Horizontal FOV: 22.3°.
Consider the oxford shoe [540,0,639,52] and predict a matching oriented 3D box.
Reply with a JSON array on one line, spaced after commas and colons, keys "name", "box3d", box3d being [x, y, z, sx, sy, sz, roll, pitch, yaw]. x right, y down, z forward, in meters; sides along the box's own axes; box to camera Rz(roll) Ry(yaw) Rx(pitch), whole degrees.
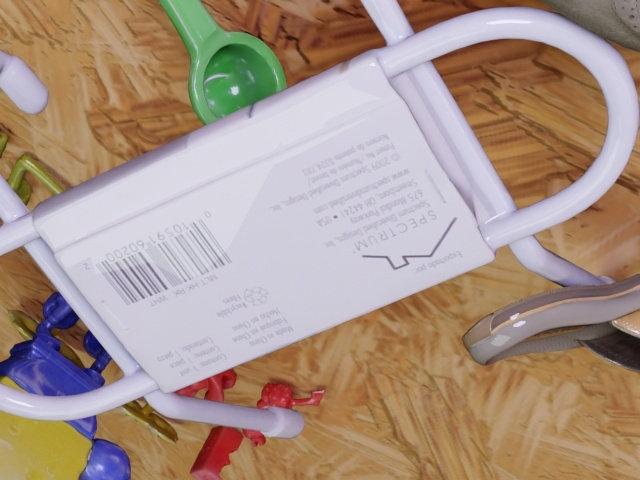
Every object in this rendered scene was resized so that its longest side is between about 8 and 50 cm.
[{"name": "oxford shoe", "box3d": [0.189, -0.108, 0.613, 0.348, 0.123, 0.130, 26, 173, 0]}]

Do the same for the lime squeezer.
[{"name": "lime squeezer", "box3d": [-0.052, -0.073, 0.866, 0.110, 0.059, 0.310, 45, 161, 37]}]

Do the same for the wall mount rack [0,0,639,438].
[{"name": "wall mount rack", "box3d": [0.000, 0.000, 0.788, 0.350, 0.130, 0.304, -23, 123, 18]}]

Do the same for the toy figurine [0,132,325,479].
[{"name": "toy figurine", "box3d": [-0.200, 0.106, 1.045, 0.362, 0.217, 0.191, 42, 144, -23]}]

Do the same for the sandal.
[{"name": "sandal", "box3d": [0.159, 0.044, 0.798, 0.180, 0.049, 0.072, -12, 160, -13]}]
